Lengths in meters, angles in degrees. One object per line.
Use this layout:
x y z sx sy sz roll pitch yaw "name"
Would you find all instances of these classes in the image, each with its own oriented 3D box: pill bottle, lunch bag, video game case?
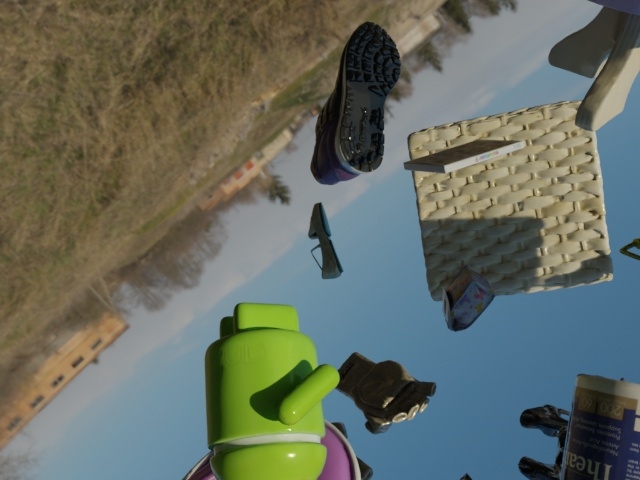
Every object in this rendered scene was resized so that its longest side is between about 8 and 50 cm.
0.179 0.145 0.399 0.067 0.067 0.120 168 -65 -72 "pill bottle"
0.210 0.088 0.981 0.083 0.053 0.071 -56 -172 18 "lunch bag"
0.177 -0.105 0.824 0.122 0.011 0.087 -19 -164 -23 "video game case"

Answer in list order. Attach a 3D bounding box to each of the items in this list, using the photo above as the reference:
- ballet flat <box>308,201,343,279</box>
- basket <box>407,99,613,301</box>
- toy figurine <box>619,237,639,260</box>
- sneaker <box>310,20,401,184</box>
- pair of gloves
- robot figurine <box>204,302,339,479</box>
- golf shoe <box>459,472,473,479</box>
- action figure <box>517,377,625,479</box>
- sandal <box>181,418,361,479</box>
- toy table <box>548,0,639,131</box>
0.000 0.000 1.356 0.052 0.168 0.057 -19 160 7 "ballet flat"
0.337 -0.075 1.219 0.331 0.328 0.266 -8 -176 17 "basket"
0.677 0.071 1.007 0.191 0.217 0.362 -46 -149 -16 "toy figurine"
0.039 -0.221 1.063 0.124 0.107 0.283 -20 -132 51 "sneaker"
0.048 0.284 1.007 0.240 0.042 0.204 -51 -154 -22 "pair of gloves"
-0.032 0.095 0.382 0.101 0.067 0.115 -42 -132 50 "robot figurine"
0.173 0.373 0.785 0.094 0.077 0.198 -25 -146 16 "golf shoe"
0.315 0.234 0.717 0.276 0.141 0.164 109 -14 -78 "action figure"
-0.086 0.243 0.489 0.169 0.102 0.416 16 -150 22 "sandal"
0.400 -0.248 0.789 0.252 0.161 0.274 -24 -136 -19 "toy table"
